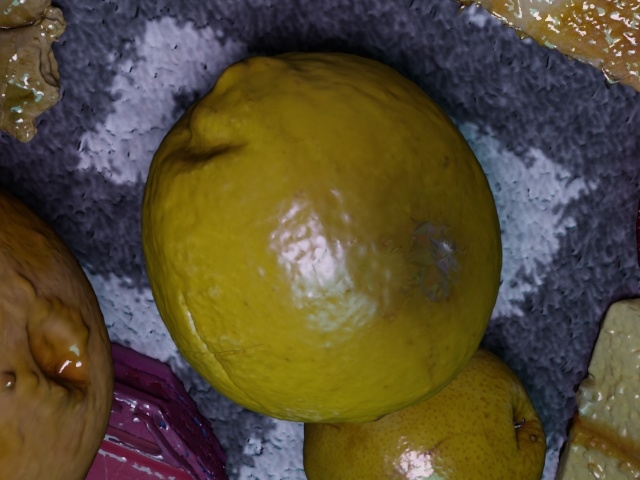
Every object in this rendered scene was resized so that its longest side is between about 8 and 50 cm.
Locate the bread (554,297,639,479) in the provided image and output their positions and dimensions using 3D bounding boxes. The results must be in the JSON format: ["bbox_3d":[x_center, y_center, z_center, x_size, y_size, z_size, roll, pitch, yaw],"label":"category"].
[{"bbox_3d":[0.345,0.181,1.794,0.236,0.198,0.263,25,119,22],"label":"bread"}]

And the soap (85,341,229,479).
[{"bbox_3d":[-0.198,0.181,1.745,0.250,0.099,0.162,25,114,-16],"label":"soap"}]

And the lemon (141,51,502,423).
[{"bbox_3d":[0.000,-0.001,1.555,0.297,0.297,0.297,-1,119,-3],"label":"lemon"}]

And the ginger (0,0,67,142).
[{"bbox_3d":[-0.278,-0.122,1.580,0.205,0.081,0.115,-33,105,14],"label":"ginger"}]

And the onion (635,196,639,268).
[{"bbox_3d":[0.387,-0.009,1.597,0.276,0.276,0.276,-1,119,-3],"label":"onion"}]

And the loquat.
[{"bbox_3d":[-0.317,0.097,1.495,0.329,0.328,0.328,-1,119,-3],"label":"loquat"}]

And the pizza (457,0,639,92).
[{"bbox_3d":[0.199,-0.246,1.532,0.226,0.086,0.335,-20,107,22],"label":"pizza"}]

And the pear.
[{"bbox_3d":[0.093,0.180,1.702,0.209,0.209,0.208,-1,119,-3],"label":"pear"}]
